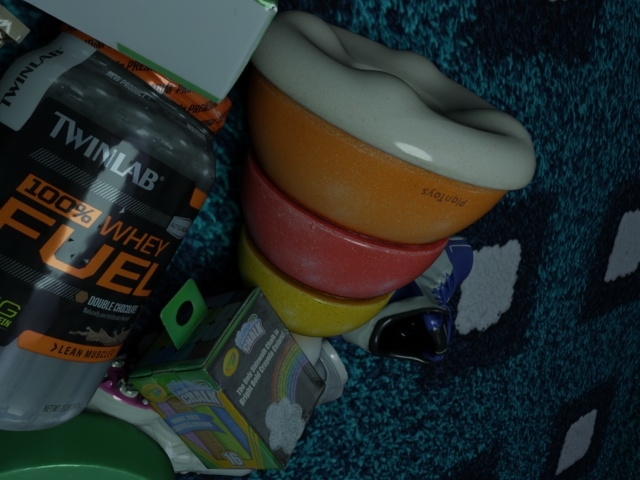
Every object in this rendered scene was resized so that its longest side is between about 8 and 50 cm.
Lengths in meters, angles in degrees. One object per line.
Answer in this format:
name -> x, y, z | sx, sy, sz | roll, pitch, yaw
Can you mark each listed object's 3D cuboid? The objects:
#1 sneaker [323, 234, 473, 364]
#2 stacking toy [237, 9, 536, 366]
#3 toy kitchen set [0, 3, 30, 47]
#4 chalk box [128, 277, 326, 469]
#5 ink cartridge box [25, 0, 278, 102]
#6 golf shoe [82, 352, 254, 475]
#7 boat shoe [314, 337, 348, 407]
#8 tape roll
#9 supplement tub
sneaker -> 0.162, 0.111, 0.984 | 0.315, 0.182, 0.127 | -23, 124, -32
stacking toy -> 0.000, 0.000, 0.766 | 0.350, 0.350, 0.480 | 2, 125, -42
toy kitchen set -> -0.311, -0.172, 0.515 | 0.068, 0.075, 0.083 | 44, 74, -42
chalk box -> -0.116, 0.145, 0.705 | 0.213, 0.132, 0.132 | 58, 39, -21
ink cartridge box -> -0.122, -0.227, 0.498 | 0.160, 0.219, 0.092 | 26, 120, -20
golf shoe -> -0.209, 0.254, 0.786 | 0.140, 0.115, 0.306 | -48, 127, 0
boat shoe -> -0.003, 0.211, 0.941 | 0.063, 0.066, 0.184 | -29, 158, -19
tape roll -> -0.314, 0.334, 0.670 | 0.321, 0.077, 0.321 | -12, 125, -18
supplement tub -> -0.234, -0.022, 0.559 | 0.207, 0.207, 0.338 | 31, 87, -45
